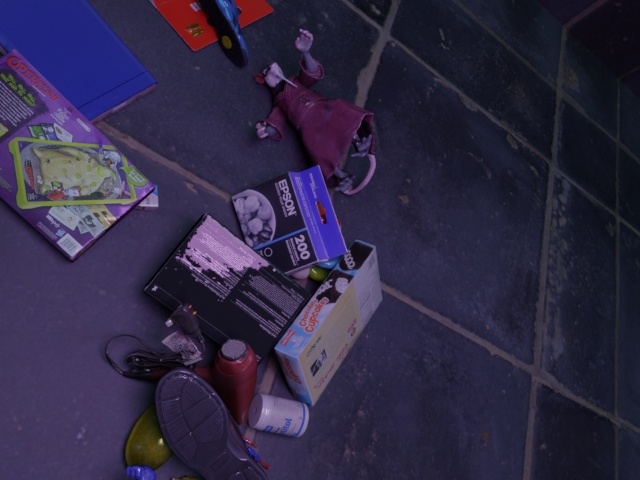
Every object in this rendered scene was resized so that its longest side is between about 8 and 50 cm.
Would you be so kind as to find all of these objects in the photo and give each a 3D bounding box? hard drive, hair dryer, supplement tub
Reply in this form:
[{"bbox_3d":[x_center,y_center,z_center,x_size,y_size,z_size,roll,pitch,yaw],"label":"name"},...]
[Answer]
[{"bbox_3d":[-0.520,-0.396,1.017,0.319,0.040,0.210,49,56,-8],"label":"hard drive"},{"bbox_3d":[-0.220,0.235,0.922,0.294,0.223,0.080,50,29,-21],"label":"hair dryer"},{"bbox_3d":[-0.084,0.352,1.011,0.107,0.071,0.071,20,64,-24],"label":"supplement tub"}]

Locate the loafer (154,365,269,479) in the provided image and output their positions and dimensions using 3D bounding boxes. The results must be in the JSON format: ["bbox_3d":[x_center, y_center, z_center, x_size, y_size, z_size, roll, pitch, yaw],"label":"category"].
[{"bbox_3d":[-0.193,0.343,0.879,0.109,0.095,0.303,-32,105,-12],"label":"loafer"}]

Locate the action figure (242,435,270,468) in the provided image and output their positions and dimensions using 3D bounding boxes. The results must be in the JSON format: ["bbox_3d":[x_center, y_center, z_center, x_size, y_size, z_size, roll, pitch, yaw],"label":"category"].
[{"bbox_3d":[-0.145,0.411,0.979,0.115,0.030,0.038,49,60,-6],"label":"action figure"}]

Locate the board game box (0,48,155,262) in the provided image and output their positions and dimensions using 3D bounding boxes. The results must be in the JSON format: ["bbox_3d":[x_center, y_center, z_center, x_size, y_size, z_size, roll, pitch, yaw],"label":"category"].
[{"bbox_3d":[-0.504,-0.153,0.916,0.347,0.056,0.208,46,71,-9],"label":"board game box"}]

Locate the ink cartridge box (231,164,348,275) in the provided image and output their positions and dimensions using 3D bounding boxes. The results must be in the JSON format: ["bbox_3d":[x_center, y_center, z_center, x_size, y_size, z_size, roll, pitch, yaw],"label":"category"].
[{"bbox_3d":[-0.070,-0.035,1.084,0.207,0.208,0.045,71,17,8],"label":"ink cartridge box"}]

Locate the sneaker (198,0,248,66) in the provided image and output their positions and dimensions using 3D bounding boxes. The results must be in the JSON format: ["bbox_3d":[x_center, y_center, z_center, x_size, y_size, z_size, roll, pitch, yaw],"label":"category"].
[{"bbox_3d":[-0.217,-0.530,1.216,0.082,0.069,0.210,-43,114,-39],"label":"sneaker"}]

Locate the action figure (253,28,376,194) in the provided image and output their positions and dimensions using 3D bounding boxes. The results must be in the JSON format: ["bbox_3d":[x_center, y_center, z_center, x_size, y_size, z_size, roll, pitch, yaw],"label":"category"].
[{"bbox_3d":[-0.012,-0.315,1.216,0.370,0.248,0.275,48,16,20],"label":"action figure"}]

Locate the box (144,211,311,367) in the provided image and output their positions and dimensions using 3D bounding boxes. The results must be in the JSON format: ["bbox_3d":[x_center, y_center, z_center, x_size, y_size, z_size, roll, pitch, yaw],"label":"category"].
[{"bbox_3d":[-0.181,0.098,0.988,0.261,0.103,0.184,40,77,-14],"label":"box"}]

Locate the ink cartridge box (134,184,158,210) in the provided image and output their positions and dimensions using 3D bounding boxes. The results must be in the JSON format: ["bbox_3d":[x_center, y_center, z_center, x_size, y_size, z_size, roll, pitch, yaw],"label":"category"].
[{"bbox_3d":[-0.372,-0.088,1.009,0.083,0.028,0.048,1,73,-32],"label":"ink cartridge box"}]

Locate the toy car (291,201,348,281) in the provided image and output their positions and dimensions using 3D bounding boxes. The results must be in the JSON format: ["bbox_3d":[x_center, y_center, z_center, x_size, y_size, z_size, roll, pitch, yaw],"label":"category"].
[{"bbox_3d":[0.000,0.000,1.145,0.159,0.136,0.182,-7,77,-34],"label":"toy car"}]

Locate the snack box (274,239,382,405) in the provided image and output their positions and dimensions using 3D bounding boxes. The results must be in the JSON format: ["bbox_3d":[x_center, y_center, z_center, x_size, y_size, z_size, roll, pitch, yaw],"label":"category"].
[{"bbox_3d":[0.031,0.173,1.088,0.322,0.060,0.187,-51,144,-34],"label":"snack box"}]

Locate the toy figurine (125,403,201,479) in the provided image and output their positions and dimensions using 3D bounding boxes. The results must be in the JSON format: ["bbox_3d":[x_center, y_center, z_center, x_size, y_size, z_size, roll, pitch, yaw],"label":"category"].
[{"bbox_3d":[-0.270,0.440,0.775,0.191,0.217,0.363,41,57,-14],"label":"toy figurine"}]

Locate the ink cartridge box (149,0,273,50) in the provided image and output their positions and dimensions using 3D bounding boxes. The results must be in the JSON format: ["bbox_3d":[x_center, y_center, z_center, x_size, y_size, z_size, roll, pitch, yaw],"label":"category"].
[{"bbox_3d":[-0.316,-0.688,1.217,0.385,0.091,0.308,50,55,-6],"label":"ink cartridge box"}]
